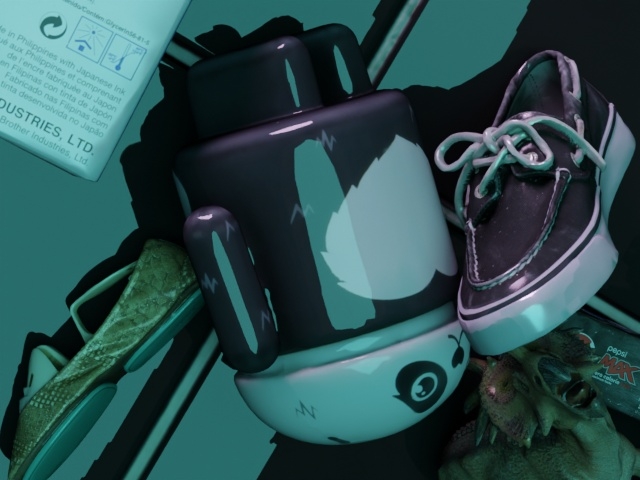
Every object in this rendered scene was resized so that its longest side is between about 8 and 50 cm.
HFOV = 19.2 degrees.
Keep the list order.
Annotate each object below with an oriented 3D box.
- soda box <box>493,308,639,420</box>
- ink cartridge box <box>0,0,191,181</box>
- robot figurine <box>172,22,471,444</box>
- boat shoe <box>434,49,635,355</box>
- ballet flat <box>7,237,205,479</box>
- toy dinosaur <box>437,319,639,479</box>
[{"bbox_3d":[0.207,0.088,1.408,0.169,0.053,0.060,24,93,-16],"label":"soda box"},{"bbox_3d":[-0.174,-0.272,1.210,0.270,0.151,0.395,27,94,-16],"label":"ink cartridge box"},{"bbox_3d":[0.003,-0.001,1.275,0.209,0.173,0.278,-16,95,-14],"label":"robot figurine"},{"bbox_3d":[0.140,-0.039,1.258,0.113,0.306,0.105,-24,110,33],"label":"boat shoe"},{"bbox_3d":[-0.160,0.081,1.326,0.067,0.073,0.206,42,85,11],"label":"ballet flat"},{"bbox_3d":[0.144,0.156,1.345,0.200,0.127,0.296,37,134,-10],"label":"toy dinosaur"}]
